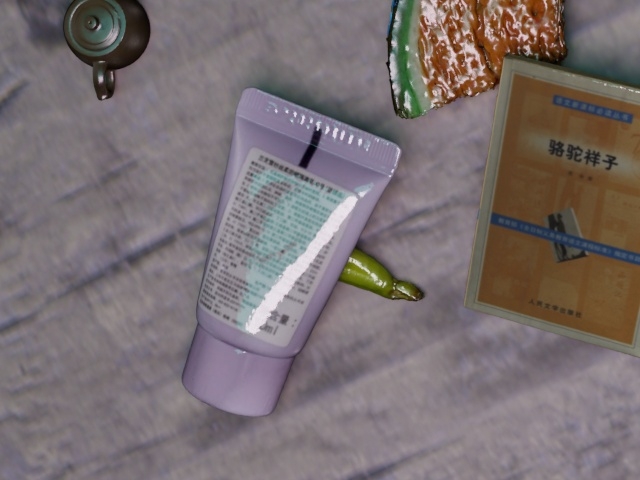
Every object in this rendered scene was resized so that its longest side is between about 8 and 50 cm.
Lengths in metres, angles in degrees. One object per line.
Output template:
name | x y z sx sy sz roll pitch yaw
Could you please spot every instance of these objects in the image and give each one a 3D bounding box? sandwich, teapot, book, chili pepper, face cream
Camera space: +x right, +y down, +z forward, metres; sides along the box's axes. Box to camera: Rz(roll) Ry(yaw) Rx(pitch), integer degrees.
sandwich | 0.140 -0.221 1.608 0.159 0.079 0.235 4 95 2
teapot | -0.201 -0.188 1.676 0.076 0.068 0.121 -1 90 12
book | 0.218 -0.027 1.558 0.170 0.018 0.242 16 117 18
chili pepper | -0.001 0.001 1.653 0.208 0.043 0.049 42 73 4
face cream | -0.042 0.016 1.611 0.154 0.096 0.274 24 105 15
